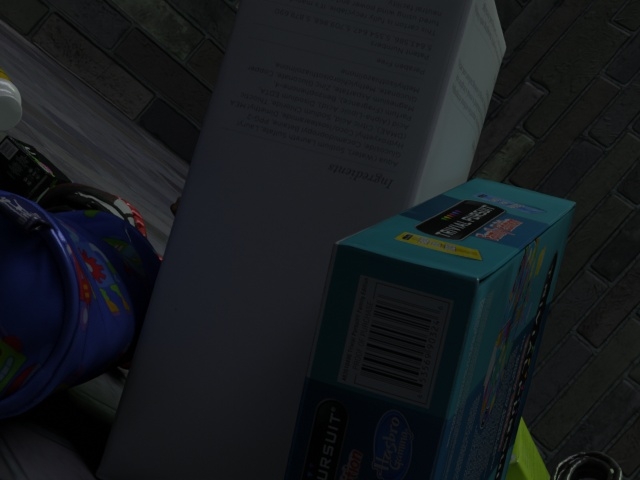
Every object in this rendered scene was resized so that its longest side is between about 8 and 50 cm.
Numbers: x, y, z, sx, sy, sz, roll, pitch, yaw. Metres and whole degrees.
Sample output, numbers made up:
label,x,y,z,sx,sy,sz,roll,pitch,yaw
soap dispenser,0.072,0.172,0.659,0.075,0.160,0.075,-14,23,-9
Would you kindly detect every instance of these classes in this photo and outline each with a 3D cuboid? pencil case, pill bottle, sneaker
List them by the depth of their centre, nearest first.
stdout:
label,x,y,z,sx,sy,sz,roll,pitch,yaw
pencil case,-0.179,0.033,0.863,0.133,0.119,0.306,57,2,2
sneaker,-0.210,0.002,1.201,0.135,0.097,0.276,42,3,-34
pill bottle,-0.410,-0.179,1.722,0.065,0.065,0.116,39,4,-38

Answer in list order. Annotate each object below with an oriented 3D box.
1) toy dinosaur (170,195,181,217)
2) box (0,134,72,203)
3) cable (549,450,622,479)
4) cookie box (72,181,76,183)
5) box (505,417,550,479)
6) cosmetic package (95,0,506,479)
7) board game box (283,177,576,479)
label,x,y,z,sx,sy,sz,roll,pitch,yaw
toy dinosaur,-0.079,0.081,1.452,0.200,0.127,0.296,37,3,-39
box,-0.308,-0.066,1.442,0.062,0.052,0.083,43,2,10
cable,0.200,0.268,1.280,0.139,0.287,0.072,23,-50,47
cookie box,-0.248,-0.012,1.553,0.107,0.040,0.092,40,2,-12
box,0.240,0.296,1.538,0.178,0.042,0.109,63,17,-16
cosmetic package,0.000,0.000,0.953,0.156,0.385,0.217,17,-5,13
board game box,0.066,0.106,0.845,0.079,0.253,0.336,16,12,15
